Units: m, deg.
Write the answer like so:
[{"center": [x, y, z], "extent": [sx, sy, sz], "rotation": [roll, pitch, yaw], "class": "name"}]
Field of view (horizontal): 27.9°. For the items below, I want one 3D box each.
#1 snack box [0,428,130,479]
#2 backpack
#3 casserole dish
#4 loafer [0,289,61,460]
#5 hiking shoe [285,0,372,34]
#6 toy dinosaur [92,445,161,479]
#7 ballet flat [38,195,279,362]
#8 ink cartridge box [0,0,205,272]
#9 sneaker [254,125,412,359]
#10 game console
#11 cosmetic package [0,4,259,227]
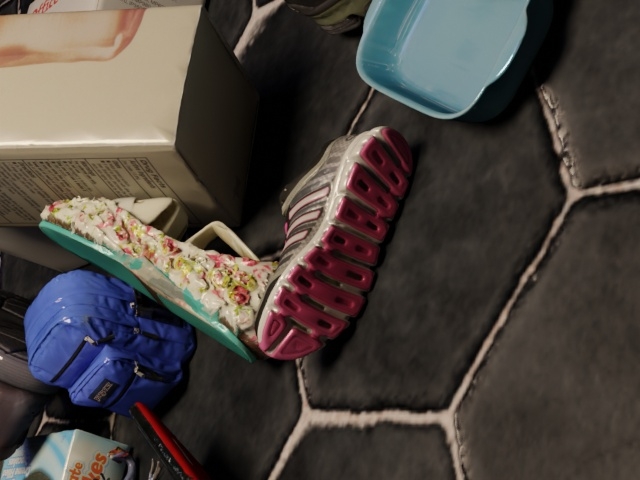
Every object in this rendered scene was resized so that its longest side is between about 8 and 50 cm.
[{"center": [-0.284, 0.274, 1.132], "extent": [0.322, 0.060, 0.187], "rotation": [-19, 55, 52], "class": "snack box"}, {"center": [-0.170, 0.081, 1.022], "extent": [0.098, 0.120, 0.101], "rotation": [-50, 34, 25], "class": "backpack"}, {"center": [0.089, -0.136, 0.843], "extent": [0.114, 0.037, 0.188], "rotation": [-63, 32, 7], "class": "casserole dish"}, {"center": [-0.292, 0.113, 1.170], "extent": [0.095, 0.109, 0.302], "rotation": [-68, 17, 2], "class": "loafer"}, {"center": [0.030, -0.267, 0.942], "extent": [0.227, 0.114, 0.086], "rotation": [-61, 32, 11], "class": "hiking shoe"}, {"center": [-0.162, 0.205, 1.010], "extent": [0.082, 0.047, 0.090], "rotation": [-89, 22, -63], "class": "toy dinosaur"}, {"center": [-0.107, 0.013, 0.963], "extent": [0.241, 0.091, 0.077], "rotation": [28, 74, 30], "class": "ballet flat"}, {"center": [-0.226, -0.126, 1.250], "extent": [0.197, 0.114, 0.273], "rotation": [-17, 58, 52], "class": "ink cartridge box"}, {"center": [0.000, 0.000, 0.869], "extent": [0.075, 0.063, 0.170], "rotation": [16, 80, 59], "class": "sneaker"}, {"center": [-0.101, 0.199, 0.877], "extent": [0.085, 0.124, 0.144], "rotation": [-41, 31, -8], "class": "game console"}, {"center": [-0.215, -0.094, 1.036], "extent": [0.296, 0.153, 0.129], "rotation": [1, 66, 16], "class": "cosmetic package"}]
